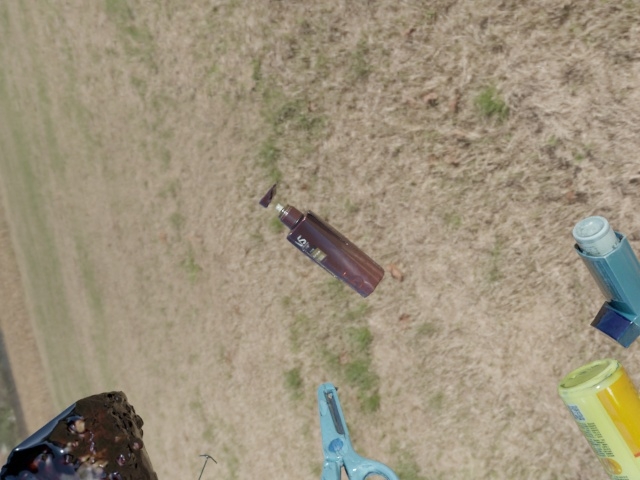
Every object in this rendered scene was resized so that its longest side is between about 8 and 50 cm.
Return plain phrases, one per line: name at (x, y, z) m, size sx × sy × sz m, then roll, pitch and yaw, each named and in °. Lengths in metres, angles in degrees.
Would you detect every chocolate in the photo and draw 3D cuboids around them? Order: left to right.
chocolate at (-0.230, 0.258, 0.593) m, size 0.133 × 0.156 × 0.156 m, roll 41°, pitch 138°, yaw 18°

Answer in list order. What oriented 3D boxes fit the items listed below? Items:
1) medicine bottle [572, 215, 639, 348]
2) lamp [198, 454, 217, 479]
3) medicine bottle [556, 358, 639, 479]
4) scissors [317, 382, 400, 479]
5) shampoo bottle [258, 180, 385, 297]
medicine bottle at (0.538, 0.076, 1.027) m, size 0.258 × 0.124 × 0.079 m, roll 52°, pitch 179°, yaw -24°
lamp at (-0.254, 0.502, 1.130) m, size 0.041 × 0.121 × 0.054 m, roll 20°, pitch 154°, yaw 2°
medicine bottle at (0.508, 0.325, 0.922) m, size 0.239 × 0.124 × 0.124 m, roll 58°, pitch 146°, yaw 6°
scissors at (0.040, 0.393, 1.021) m, size 0.393 × 0.180 × 0.032 m, roll -106°, pitch -5°, yaw -63°
shampoo bottle at (0.001, -0.001, 0.908) m, size 0.236 × 0.067 × 0.068 m, roll 38°, pitch 105°, yaw -7°
